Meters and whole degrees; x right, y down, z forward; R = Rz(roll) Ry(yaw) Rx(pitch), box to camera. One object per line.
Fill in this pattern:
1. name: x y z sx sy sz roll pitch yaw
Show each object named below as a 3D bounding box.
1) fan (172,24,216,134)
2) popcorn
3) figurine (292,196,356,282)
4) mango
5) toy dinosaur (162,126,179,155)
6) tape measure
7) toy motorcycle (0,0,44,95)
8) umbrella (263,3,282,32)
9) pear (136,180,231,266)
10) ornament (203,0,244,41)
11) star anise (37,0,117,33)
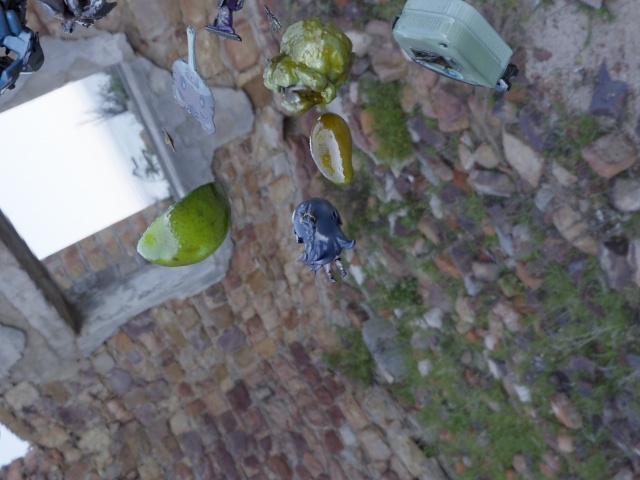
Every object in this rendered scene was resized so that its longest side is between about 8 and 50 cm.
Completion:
1. fan: -0.254 -0.325 1.199 0.152 0.008 0.227 45 149 20
2. popcorn: -0.029 -0.501 1.724 0.225 0.277 0.276 21 159 5
3. figurine: 0.004 -0.015 1.945 0.197 0.175 0.265 89 156 -49
4. mango: 0.037 -0.275 1.816 0.099 0.136 0.228 -11 -95 -63
5. toy dinosaur: -0.509 -0.331 2.039 0.113 0.026 0.041 65 160 -3
6. tape measure: 0.259 -0.391 1.222 0.235 0.115 0.207 22 -176 -45
7. toy motorcycle: -0.846 -0.489 1.565 0.172 0.232 0.416 33 138 -14
8. umbrella: -0.130 -0.598 1.629 0.083 0.031 0.020 58 -165 -26
9. pear: -0.320 -0.042 1.546 0.139 0.288 0.239 47 156 10
10. ornament: -0.210 -0.560 1.356 0.088 0.081 0.203 -100 17 -76
11. star anise: -0.609 -0.590 1.538 0.208 0.171 0.063 168 84 -84
